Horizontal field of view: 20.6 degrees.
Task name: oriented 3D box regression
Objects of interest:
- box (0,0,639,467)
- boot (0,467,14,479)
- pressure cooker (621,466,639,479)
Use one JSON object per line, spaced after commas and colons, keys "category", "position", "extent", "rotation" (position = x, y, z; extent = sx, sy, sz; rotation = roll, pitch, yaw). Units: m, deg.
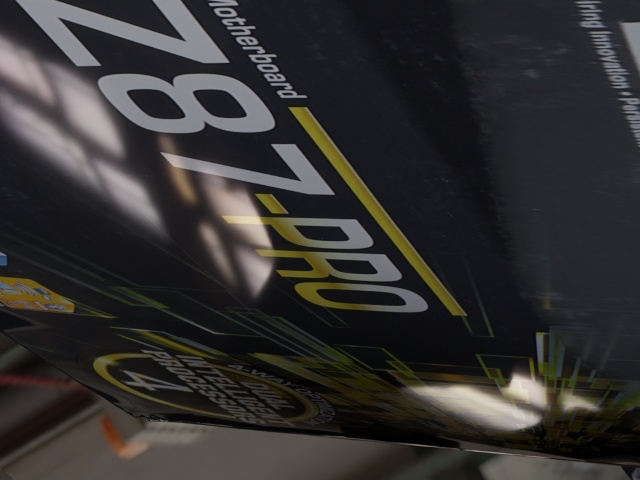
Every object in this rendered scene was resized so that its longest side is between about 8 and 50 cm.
{"category": "box", "position": [0.005, -0.027, 0.537], "extent": [0.395, 0.318, 0.097], "rotation": [49, -134, -60]}
{"category": "boot", "position": [-0.242, 0.249, 1.252], "extent": [0.095, 0.123, 0.258], "rotation": [26, 157, 31]}
{"category": "pressure cooker", "position": [0.457, 0.098, 1.733], "extent": [0.375, 0.420, 0.370], "rotation": [-33, -90, -48]}
